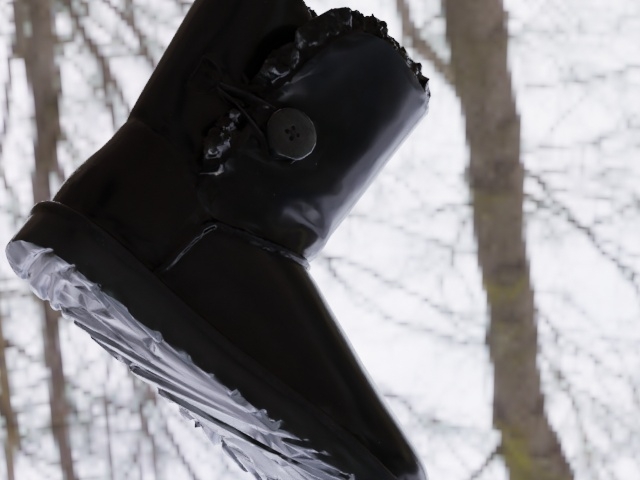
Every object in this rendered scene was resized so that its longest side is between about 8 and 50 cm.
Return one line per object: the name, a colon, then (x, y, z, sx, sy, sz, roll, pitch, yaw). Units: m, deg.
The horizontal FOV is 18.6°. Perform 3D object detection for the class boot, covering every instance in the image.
boot: (0.000, 0.000, 0.940, 0.246, 0.094, 0.207, 41, -113, -8)
